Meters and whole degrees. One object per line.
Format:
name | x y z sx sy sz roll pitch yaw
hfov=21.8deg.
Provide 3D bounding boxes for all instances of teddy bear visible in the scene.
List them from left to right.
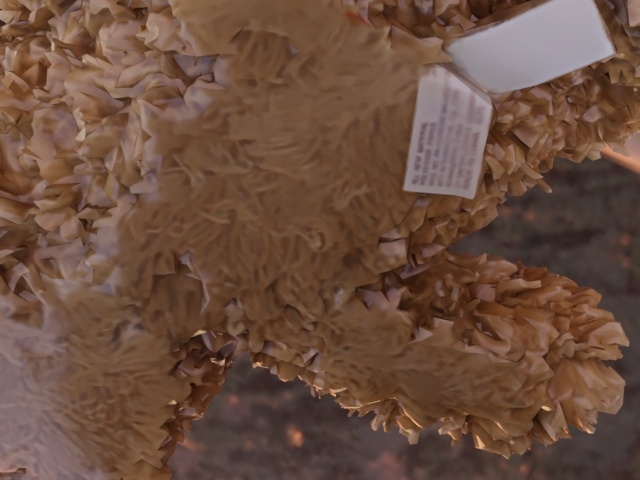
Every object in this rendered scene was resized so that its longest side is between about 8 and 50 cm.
teddy bear | 0.006 -0.054 0.433 0.245 0.113 0.338 27 123 -14
